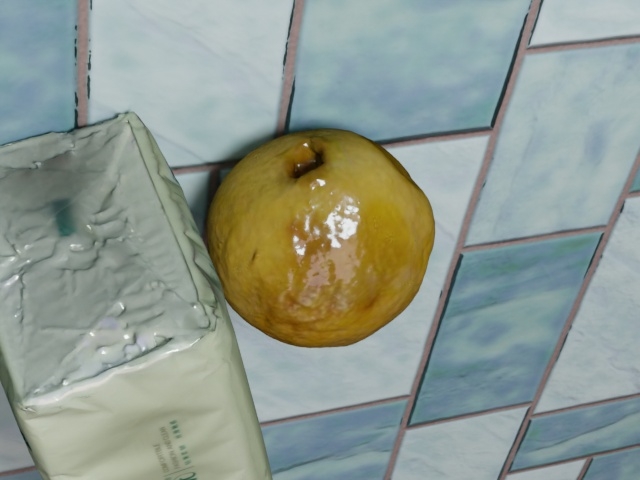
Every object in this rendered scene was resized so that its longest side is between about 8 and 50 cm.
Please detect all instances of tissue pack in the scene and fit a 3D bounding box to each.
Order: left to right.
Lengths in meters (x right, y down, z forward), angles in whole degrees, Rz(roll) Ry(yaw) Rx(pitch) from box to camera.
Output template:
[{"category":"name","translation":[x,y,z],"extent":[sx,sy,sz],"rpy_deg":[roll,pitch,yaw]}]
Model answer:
[{"category":"tissue pack","translation":[-0.185,0.114,1.256],"extent":[0.207,0.297,0.380],"rpy_deg":[-20,140,-8]}]

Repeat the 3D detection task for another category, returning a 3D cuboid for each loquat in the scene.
[{"category":"loquat","translation":[0.000,0.000,1.296],"extent":[0.238,0.193,0.238],"rpy_deg":[-21,146,-15]}]
